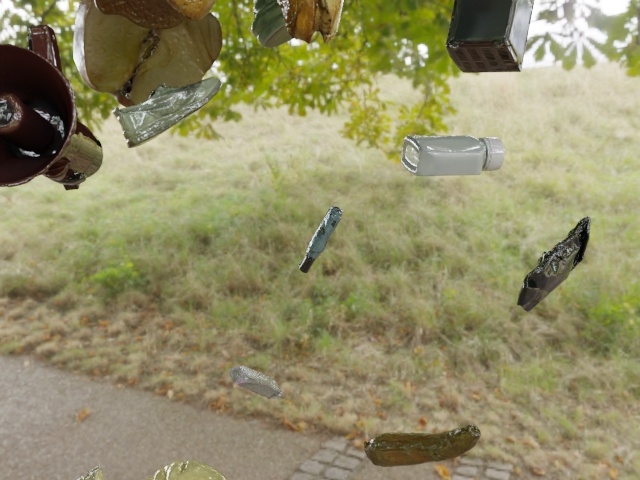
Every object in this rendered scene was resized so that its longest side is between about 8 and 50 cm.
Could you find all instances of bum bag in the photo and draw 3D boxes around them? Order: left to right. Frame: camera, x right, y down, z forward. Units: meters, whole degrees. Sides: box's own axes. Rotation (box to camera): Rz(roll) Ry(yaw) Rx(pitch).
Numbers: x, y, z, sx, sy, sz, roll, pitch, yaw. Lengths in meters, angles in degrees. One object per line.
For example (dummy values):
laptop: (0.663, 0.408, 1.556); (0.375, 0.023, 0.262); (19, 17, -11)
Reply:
bum bag: (0.586, 0.065, 1.538); (0.310, 0.137, 0.074); (-40, 50, -19)

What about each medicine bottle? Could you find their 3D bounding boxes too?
medicine bottle: (0.255, -0.165, 1.174); (0.183, 0.069, 0.119); (-4, 25, -14)

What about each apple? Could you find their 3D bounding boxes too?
apple: (-0.454, -0.520, 1.582); (0.329, 0.364, 0.295); (33, 9, -5)

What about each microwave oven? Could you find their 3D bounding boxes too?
microwave oven: (0.442, -0.584, 1.613); (0.188, 0.247, 0.178); (10, -6, 29)

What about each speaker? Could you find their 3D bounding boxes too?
speaker: (-0.462, -0.204, 0.964); (0.198, 0.259, 0.329); (-34, 7, -4)

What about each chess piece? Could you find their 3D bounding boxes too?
chess piece: (-0.142, -0.653, 1.516); (0.195, 0.299, 0.194); (-31, 4, 2)

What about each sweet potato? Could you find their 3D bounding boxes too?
sweet potato: (0.211, 0.427, 1.263); (0.274, 0.075, 0.075); (-20, -8, 34)

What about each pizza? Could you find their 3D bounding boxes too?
pizza: (-0.348, 0.379, 0.926); (0.026, 0.108, 0.123); (-11, 33, -43)

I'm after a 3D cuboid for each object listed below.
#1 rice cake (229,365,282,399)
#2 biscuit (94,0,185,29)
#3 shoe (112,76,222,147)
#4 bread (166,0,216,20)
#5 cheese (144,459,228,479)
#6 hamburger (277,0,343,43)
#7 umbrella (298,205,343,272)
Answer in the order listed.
rice cake: (-0.163, 0.370, 1.584); (0.055, 0.049, 0.270); (-31, -28, 4)
biscuit: (-0.382, -0.600, 1.322); (0.258, 0.272, 0.049); (4, 33, -16)
shoe: (-0.348, -0.316, 1.415); (0.275, 0.098, 0.103); (-39, 19, -29)
bread: (-0.175, -0.596, 1.122); (0.185, 0.380, 0.109); (40, 10, -40)
cheese: (-0.225, 0.482, 1.004); (0.226, 0.117, 0.214); (36, 63, 29)
hamburger: (-0.017, -0.571, 1.334); (0.144, 0.282, 0.156); (-8, -25, -19)
umbrella: (0.001, 0.001, 1.934); (0.052, 0.250, 0.053); (18, 25, -24)
